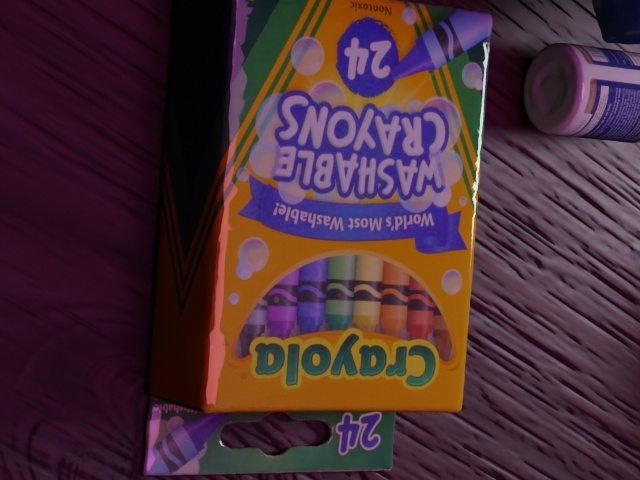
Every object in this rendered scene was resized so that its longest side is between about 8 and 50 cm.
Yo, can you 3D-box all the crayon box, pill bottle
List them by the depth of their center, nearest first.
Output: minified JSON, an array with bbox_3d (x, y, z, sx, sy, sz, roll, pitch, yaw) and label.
[{"bbox_3d":[0.000,0.000,1.236,0.203,0.083,0.323,3,93,-33],"label":"crayon box"},{"bbox_3d":[0.214,-0.106,1.374,0.120,0.067,0.067,3,92,-33],"label":"pill bottle"}]

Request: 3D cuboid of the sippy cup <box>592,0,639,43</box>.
[{"bbox_3d":[0.262,-0.251,1.280,0.240,0.305,0.224,-10,93,-47],"label":"sippy cup"}]
